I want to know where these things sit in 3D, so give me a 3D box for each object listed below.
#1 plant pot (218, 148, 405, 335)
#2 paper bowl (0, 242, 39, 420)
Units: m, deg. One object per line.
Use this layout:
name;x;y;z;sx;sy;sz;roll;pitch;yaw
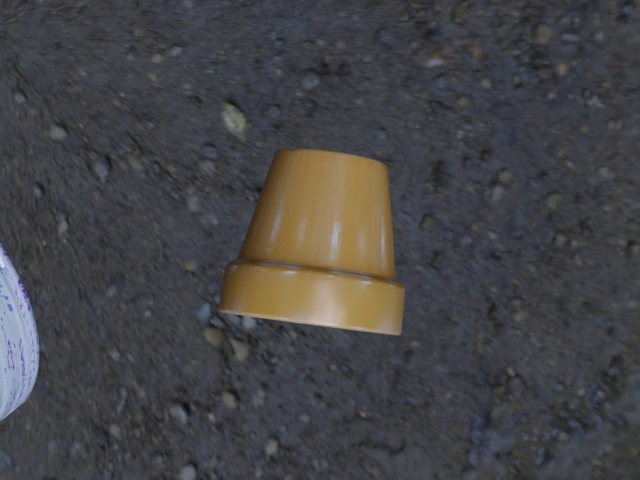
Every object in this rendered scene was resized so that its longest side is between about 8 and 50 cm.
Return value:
plant pot;0.000;0.000;1.395;0.205;0.205;0.188;9;87;-16
paper bowl;-0.399;0.071;1.106;0.148;0.284;0.284;-40;112;-46
